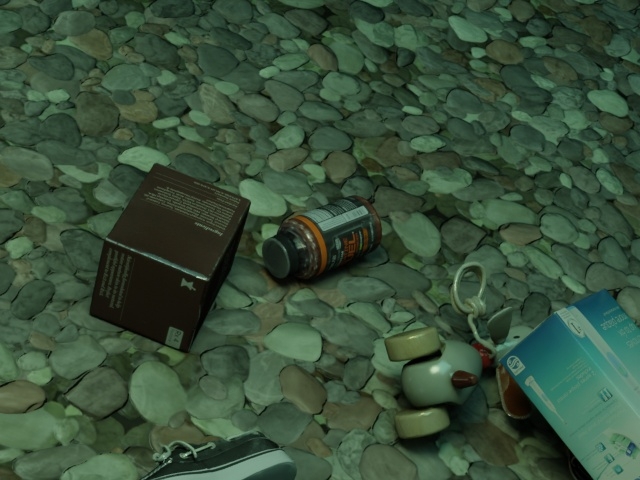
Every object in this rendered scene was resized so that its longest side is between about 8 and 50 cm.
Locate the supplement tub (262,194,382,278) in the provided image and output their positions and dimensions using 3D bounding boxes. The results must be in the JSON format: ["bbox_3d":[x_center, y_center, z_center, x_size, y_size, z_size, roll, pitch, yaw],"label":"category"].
[{"bbox_3d":[0.000,0.000,2.134,0.198,0.106,0.106,-23,57,-36],"label":"supplement tub"}]

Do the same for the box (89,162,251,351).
[{"bbox_3d":[-0.228,0.023,1.976,0.167,0.168,0.203,22,41,2],"label":"box"}]

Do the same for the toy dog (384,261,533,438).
[{"bbox_3d":[0.244,0.184,1.967,0.334,0.161,0.220,-39,111,-37],"label":"toy dog"}]

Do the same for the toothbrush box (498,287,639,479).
[{"bbox_3d":[0.438,0.236,1.921,0.295,0.126,0.216,54,30,15],"label":"toothbrush box"}]

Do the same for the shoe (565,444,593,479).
[{"bbox_3d":[0.402,0.309,1.989,0.081,0.063,0.178,-20,59,-42],"label":"shoe"}]

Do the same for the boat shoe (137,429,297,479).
[{"bbox_3d":[-0.176,0.319,1.729,0.306,0.113,0.105,-15,44,-37],"label":"boat shoe"}]
